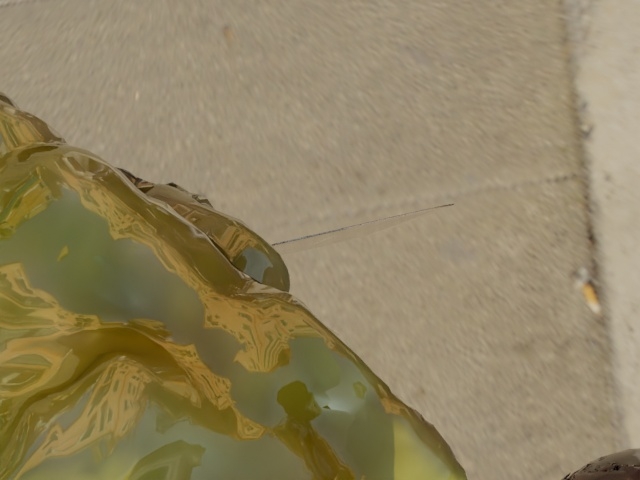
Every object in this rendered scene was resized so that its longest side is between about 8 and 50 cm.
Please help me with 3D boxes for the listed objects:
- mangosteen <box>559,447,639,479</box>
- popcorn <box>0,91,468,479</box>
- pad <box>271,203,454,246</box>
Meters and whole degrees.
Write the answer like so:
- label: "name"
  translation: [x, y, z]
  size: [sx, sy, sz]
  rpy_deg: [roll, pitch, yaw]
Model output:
- label: "mangosteen"
  translation: [0.198, 0.177, 0.976]
  size: [0.166, 0.166, 0.180]
  rpy_deg: [29, 133, -10]
- label: "popcorn"
  translation: [-0.080, 0.087, 0.418]
  size: [0.266, 0.233, 0.192]
  rpy_deg: [44, 55, -2]
- label: "pad"
  translation: [0.000, 0.000, 1.544]
  size: [0.176, 0.266, 0.002]
  rpy_deg: [-13, 88, -14]
